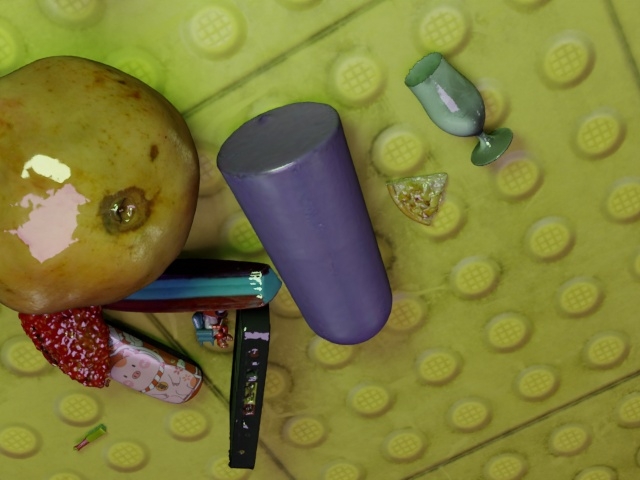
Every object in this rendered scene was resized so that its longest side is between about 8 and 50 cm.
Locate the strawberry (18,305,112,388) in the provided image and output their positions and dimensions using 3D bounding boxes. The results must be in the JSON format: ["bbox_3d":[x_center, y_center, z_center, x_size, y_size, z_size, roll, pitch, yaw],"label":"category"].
[{"bbox_3d":[-0.478,0.177,1.558,0.175,0.098,0.228,-4,103,23],"label":"strawberry"}]

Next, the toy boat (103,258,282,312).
[{"bbox_3d":[-0.261,0.081,1.526,0.392,0.136,0.079,-1,114,23],"label":"toy boat"}]

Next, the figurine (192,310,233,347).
[{"bbox_3d":[-0.206,0.133,1.622,0.075,0.068,0.140,4,111,12],"label":"figurine"}]

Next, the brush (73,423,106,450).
[{"bbox_3d":[-0.487,0.416,1.786,0.083,0.021,0.018,-36,118,9],"label":"brush"}]

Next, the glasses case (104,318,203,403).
[{"bbox_3d":[-0.357,0.239,1.667,0.267,0.067,0.103,28,114,-20],"label":"glasses case"}]

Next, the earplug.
[{"bbox_3d":[0.000,0.000,1.486,0.215,0.215,0.455,-19,123,6],"label":"earplug"}]

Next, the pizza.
[{"bbox_3d":[0.187,-0.089,1.550,0.109,0.026,0.123,-42,115,16],"label":"pizza"}]

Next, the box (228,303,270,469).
[{"bbox_3d":[-0.137,0.244,1.608,0.058,0.211,0.350,3,121,-9],"label":"box"}]

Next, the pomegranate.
[{"bbox_3d":[-0.386,-0.089,1.315,0.412,0.411,0.411,-2,120,-4],"label":"pomegranate"}]

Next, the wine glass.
[{"bbox_3d":[0.233,-0.223,1.437,0.093,0.093,0.202,-38,116,16],"label":"wine glass"}]
